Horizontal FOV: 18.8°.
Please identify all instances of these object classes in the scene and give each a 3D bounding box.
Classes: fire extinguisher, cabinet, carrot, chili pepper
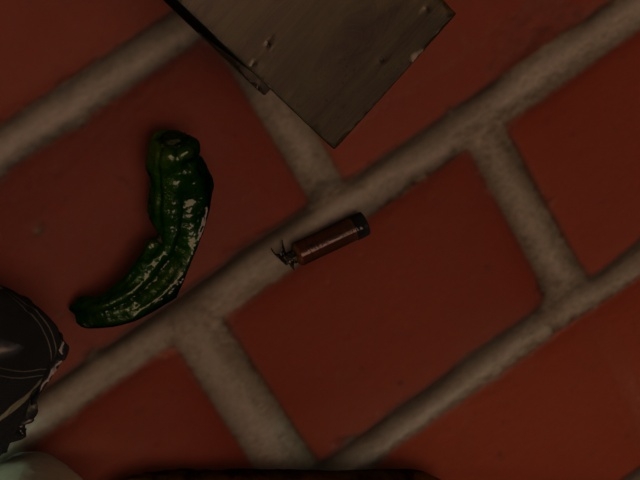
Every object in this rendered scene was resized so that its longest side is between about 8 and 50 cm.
[{"bbox_3d":[0.000,0.000,1.641,0.083,0.022,0.028,-24,77,-11],"label":"fire extinguisher"},{"bbox_3d":[-0.039,-0.210,1.465,0.148,0.175,0.215,-47,117,-1],"label":"cabinet"},{"bbox_3d":[-0.034,0.223,1.684,0.314,0.066,0.066,6,106,-21],"label":"carrot"},{"bbox_3d":[-0.135,-0.002,1.571,0.073,0.050,0.182,18,103,-33],"label":"chili pepper"}]

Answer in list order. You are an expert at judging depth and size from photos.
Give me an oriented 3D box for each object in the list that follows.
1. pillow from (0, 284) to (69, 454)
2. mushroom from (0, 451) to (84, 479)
[{"bbox_3d":[-0.363,0.073,1.483,0.335,0.092,0.162,19,104,-25],"label":"pillow"},{"bbox_3d":[-0.299,0.296,1.453,0.397,0.126,0.177,-25,131,-61],"label":"mushroom"}]
